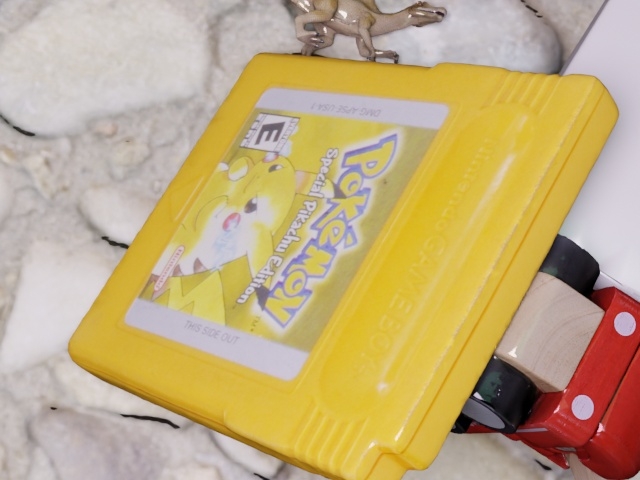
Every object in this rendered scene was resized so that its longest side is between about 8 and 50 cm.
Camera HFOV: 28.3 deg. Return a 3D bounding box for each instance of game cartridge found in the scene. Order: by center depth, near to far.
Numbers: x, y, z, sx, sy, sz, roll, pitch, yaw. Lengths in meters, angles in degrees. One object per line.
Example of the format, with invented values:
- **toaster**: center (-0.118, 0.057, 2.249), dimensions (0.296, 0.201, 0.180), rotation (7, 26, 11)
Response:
- **game cartridge**: center (0.000, 0.000, 0.841), dimensions (0.052, 0.323, 0.285), rotation (43, 70, -37)

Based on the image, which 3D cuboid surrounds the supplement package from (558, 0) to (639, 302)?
- **supplement package**: center (0.245, -0.070, 0.917), dimensions (0.177, 0.175, 0.293), rotation (32, 74, 6)

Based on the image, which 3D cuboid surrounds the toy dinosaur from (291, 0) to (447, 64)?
- **toy dinosaur**: center (0.005, -0.180, 1.010), dimensions (0.183, 0.053, 0.093), rotation (17, 58, -6)

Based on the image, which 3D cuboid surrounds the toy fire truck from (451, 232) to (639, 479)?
- **toy fire truck**: center (0.168, 0.133, 0.845), dimensions (0.246, 0.217, 0.158), rotation (33, 73, -9)
